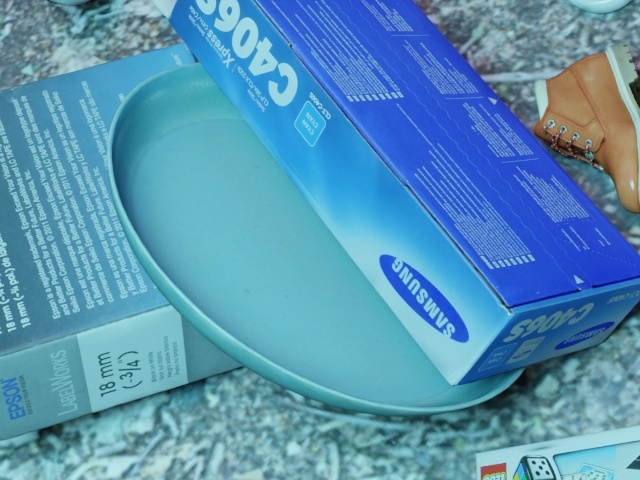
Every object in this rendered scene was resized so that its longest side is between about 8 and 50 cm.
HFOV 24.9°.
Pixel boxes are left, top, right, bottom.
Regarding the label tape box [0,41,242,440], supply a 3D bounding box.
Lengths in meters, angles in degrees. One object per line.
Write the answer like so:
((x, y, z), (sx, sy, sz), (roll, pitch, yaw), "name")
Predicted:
((-0.212, 0.007, 1.043), (0.333, 0.106, 0.241), (-16, 53, -14), "label tape box")

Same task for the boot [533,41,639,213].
((0.201, -0.072, 1.055), (0.084, 0.059, 0.158), (-16, 46, 10), "boot")

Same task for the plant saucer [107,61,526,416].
((0.000, 0.000, 0.971), (0.317, 0.044, 0.318), (20, 37, -16), "plant saucer")

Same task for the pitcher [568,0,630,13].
((0.196, -0.292, 1.169), (0.207, 0.125, 0.178), (31, 86, 19), "pitcher")

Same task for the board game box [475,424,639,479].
((0.219, 0.191, 0.776), (0.305, 0.053, 0.193), (-18, 62, 40), "board game box")

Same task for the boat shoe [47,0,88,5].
((-0.237, -0.324, 1.326), (0.119, 0.121, 0.335), (-13, 44, 18), "boat shoe")

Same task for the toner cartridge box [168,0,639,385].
((0.057, -0.066, 0.993), (0.165, 0.075, 0.348), (-10, 53, -44), "toner cartridge box")

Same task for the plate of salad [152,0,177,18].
((-0.062, -0.262, 1.260), (0.199, 0.048, 0.200), (-7, 56, 11), "plate of salad")
